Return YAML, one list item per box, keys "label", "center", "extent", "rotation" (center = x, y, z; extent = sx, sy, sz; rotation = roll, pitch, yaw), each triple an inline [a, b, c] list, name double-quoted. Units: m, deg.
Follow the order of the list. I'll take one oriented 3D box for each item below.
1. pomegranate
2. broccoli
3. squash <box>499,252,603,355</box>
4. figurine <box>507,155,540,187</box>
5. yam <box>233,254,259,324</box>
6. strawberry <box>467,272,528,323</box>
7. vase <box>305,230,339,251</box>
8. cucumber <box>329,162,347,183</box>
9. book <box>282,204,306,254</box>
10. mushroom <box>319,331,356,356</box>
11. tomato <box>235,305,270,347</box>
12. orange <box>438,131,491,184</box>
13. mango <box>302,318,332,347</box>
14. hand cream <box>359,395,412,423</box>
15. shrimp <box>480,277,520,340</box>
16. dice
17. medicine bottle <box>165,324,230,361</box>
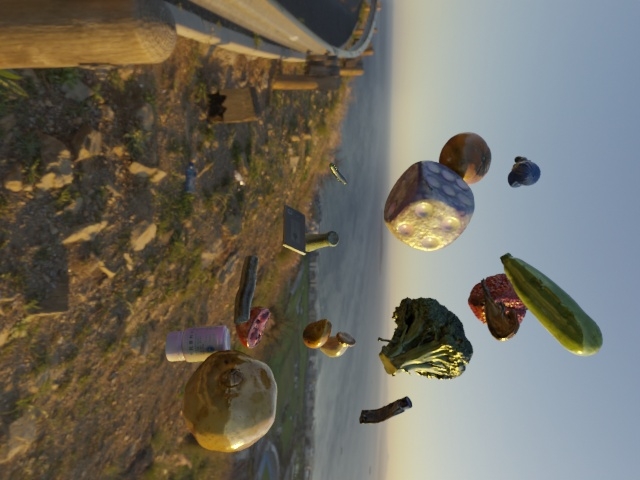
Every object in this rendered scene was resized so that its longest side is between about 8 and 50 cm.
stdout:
- label: "pomegranate"
  center: [-0.345, 0.603, 1.606]
  extent: [0.410, 0.411, 0.409]
  rotation: [2, 90, -80]
- label: "broccoli"
  center: [0.324, 0.319, 1.338]
  extent: [0.303, 0.284, 0.321]
  rotation: [56, -19, 26]
- label: "squash"
  center: [0.664, 0.173, 1.227]
  extent: [0.370, 0.119, 0.118]
  rotation: [57, -8, 30]
- label: "figurine"
  center: [0.627, -0.214, 1.288]
  extent: [0.149, 0.088, 0.086]
  rotation: [-50, 150, -57]
- label: "yam"
  center: [-0.302, 0.194, 1.693]
  extent: [0.067, 0.071, 0.317]
  rotation: [30, 44, -30]
- label: "strawberry"
  center: [0.743, 0.257, 1.761]
  extent: [0.239, 0.289, 0.249]
  rotation: [30, -64, 54]
- label: "vase"
  center: [0.000, 0.000, 2.066]
  extent: [0.096, 0.219, 0.095]
  rotation: [5, 82, -35]
- label: "cucumber"
  center: [0.081, -0.309, 1.942]
  extent: [0.036, 0.033, 0.184]
  rotation: [-47, 149, 2]
- label: "book"
  center: [-0.113, -0.048, 1.824]
  extent: [0.139, 0.016, 0.198]
  rotation: [27, 52, -44]
- label: "mushroom"
  center: [0.072, 0.464, 1.854]
  extent: [0.088, 0.097, 0.212]
  rotation: [-31, 170, -36]
- label: "tomato"
  center: [-0.388, 0.463, 2.287]
  extent: [0.200, 0.140, 0.232]
  rotation: [67, 43, -63]
- label: "orange"
  center: [0.624, -0.347, 1.784]
  extent: [0.171, 0.241, 0.239]
  rotation: [18, -68, 58]
- label: "mango"
  center: [-0.014, 0.403, 1.794]
  extent: [0.178, 0.090, 0.114]
  rotation: [-29, -136, 49]
- label: "hand cream"
  center: [0.192, 0.504, 1.233]
  extent: [0.038, 0.163, 0.062]
  rotation: [57, 21, -13]
- label: "shrimp"
  center: [0.656, 0.246, 1.521]
  extent: [0.066, 0.117, 0.261]
  rotation: [35, 43, -35]
- label: "dice"
  center: [0.434, -0.140, 1.688]
  extent: [0.271, 0.271, 0.270]
  rotation: [-53, -164, 42]
- label: "medicine bottle"
  center: [-0.535, 0.455, 1.830]
  extent: [0.152, 0.255, 0.151]
  rotation: [175, -90, -86]
